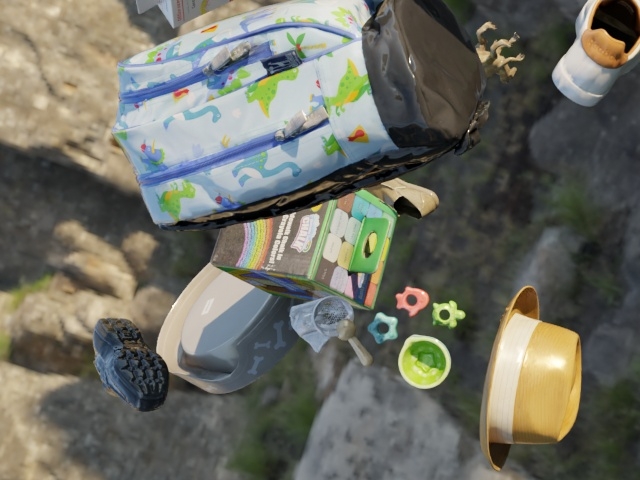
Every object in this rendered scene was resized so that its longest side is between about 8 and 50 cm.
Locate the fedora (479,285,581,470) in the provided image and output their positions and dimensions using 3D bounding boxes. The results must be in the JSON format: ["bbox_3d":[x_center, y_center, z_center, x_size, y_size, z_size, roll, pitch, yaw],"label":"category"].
[{"bbox_3d":[0.221,0.145,1.220,0.194,0.079,0.194,9,-90,-68],"label":"fedora"}]

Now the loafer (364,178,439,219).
[{"bbox_3d":[0.128,-0.075,2.062,0.050,0.148,0.056,-54,-32,-40],"label":"loafer"}]

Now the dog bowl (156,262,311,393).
[{"bbox_3d":[-0.151,0.142,2.295,0.349,0.102,0.349,-33,28,20],"label":"dog bowl"}]

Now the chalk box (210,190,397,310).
[{"bbox_3d":[0.000,0.000,1.959,0.289,0.179,0.180,8,77,39],"label":"chalk box"}]

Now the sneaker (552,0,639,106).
[{"bbox_3d":[0.402,-0.287,1.600,0.123,0.106,0.290,-59,-2,41],"label":"sneaker"}]

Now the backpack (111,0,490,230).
[{"bbox_3d":[-0.038,-0.135,1.241,0.355,0.273,0.290,-32,9,24],"label":"backpack"}]

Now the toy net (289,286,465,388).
[{"bbox_3d":[0.068,0.112,1.600,0.045,0.232,0.122,-7,-69,-77],"label":"toy net"}]

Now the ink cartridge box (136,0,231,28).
[{"bbox_3d":[-0.234,-0.460,2.173,0.067,0.198,0.115,56,165,20],"label":"ink cartridge box"}]

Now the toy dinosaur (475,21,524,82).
[{"bbox_3d":[0.239,-0.272,1.780,0.092,0.183,0.053,-54,40,34],"label":"toy dinosaur"}]

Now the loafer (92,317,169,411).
[{"bbox_3d":[-0.253,0.175,1.595,0.223,0.076,0.078,-139,56,-58],"label":"loafer"}]
